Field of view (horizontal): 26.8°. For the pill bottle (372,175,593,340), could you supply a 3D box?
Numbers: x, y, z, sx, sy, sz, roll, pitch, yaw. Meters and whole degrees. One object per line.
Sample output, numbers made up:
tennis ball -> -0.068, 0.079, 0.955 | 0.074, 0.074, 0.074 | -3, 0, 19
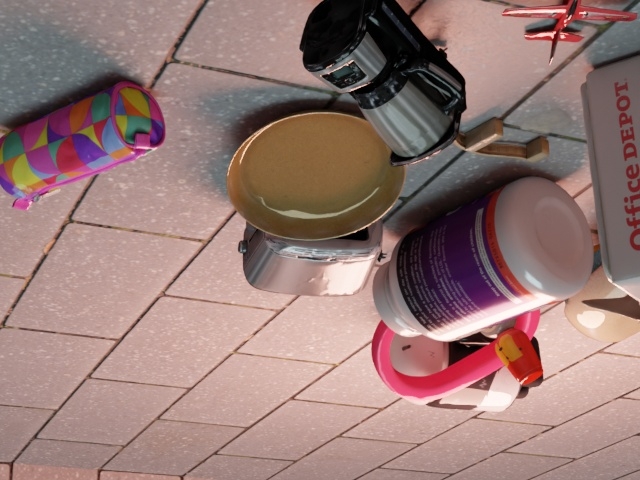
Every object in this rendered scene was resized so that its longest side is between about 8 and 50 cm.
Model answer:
pill bottle -> 0.226, 0.039, 1.961 | 0.181, 0.181, 0.323 | 17, 151, -36

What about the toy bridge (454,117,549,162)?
toy bridge -> 0.210, -0.136, 1.749 | 0.188, 0.026, 0.063 | 16, 153, -34

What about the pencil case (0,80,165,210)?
pencil case -> -0.304, -0.118, 1.678 | 0.236, 0.104, 0.104 | -20, 150, 36

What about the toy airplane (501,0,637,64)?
toy airplane -> 0.273, -0.245, 1.495 | 0.151, 0.028, 0.151 | 0, 157, 0

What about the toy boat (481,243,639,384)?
toy boat -> 0.406, 0.092, 2.119 | 0.318, 0.148, 0.267 | -29, 156, 1

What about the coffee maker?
coffee maker -> 0.067, -0.195, 1.477 | 0.120, 0.171, 0.178 | -36, 123, 15

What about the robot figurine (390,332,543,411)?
robot figurine -> 0.253, 0.212, 2.387 | 0.278, 0.173, 0.209 | 6, 111, -18

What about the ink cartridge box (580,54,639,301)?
ink cartridge box -> 0.517, -0.101, 1.530 | 0.385, 0.279, 0.160 | -15, 155, 30

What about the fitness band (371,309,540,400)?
fitness band -> 0.222, 0.150, 2.214 | 0.291, 0.054, 0.209 | -29, 127, 0

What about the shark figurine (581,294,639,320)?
shark figurine -> 0.481, -0.012, 1.924 | 0.116, 0.278, 0.166 | 36, -170, 5

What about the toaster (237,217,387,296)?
toaster -> 0.000, 0.000, 1.929 | 0.227, 0.129, 0.146 | 5, 154, -10

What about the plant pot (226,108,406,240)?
plant pot -> -0.006, -0.090, 1.763 | 0.236, 0.032, 0.236 | -3, 137, -3
